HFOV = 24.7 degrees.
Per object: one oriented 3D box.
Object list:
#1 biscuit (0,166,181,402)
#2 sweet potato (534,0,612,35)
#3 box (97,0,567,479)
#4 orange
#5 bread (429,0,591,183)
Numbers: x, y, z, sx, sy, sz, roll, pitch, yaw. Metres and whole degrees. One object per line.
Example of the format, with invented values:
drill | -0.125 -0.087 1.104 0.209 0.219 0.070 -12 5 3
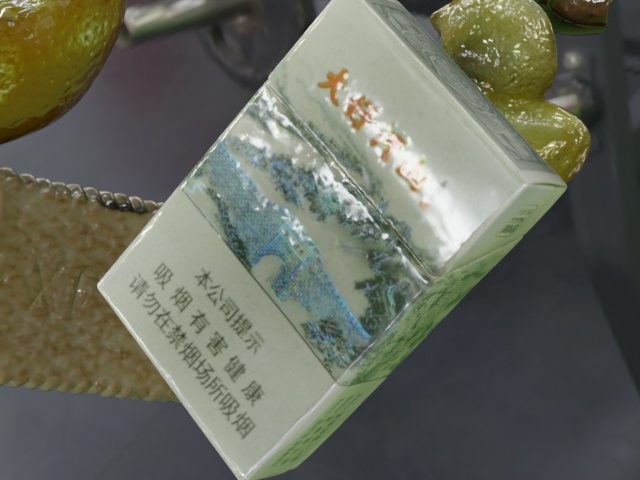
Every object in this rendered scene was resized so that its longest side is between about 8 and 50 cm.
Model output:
biscuit | -0.228 0.053 1.482 0.044 0.325 0.217 18 95 44
sweet potato | 0.229 -0.285 1.546 0.112 0.286 0.085 23 90 27
box | 0.000 0.000 0.872 0.256 0.069 0.164 -48 68 22
orange | -0.339 -0.176 1.295 0.334 0.196 0.262 4 17 7
bread | 0.141 -0.121 1.184 0.065 0.149 0.188 -5 42 -47
